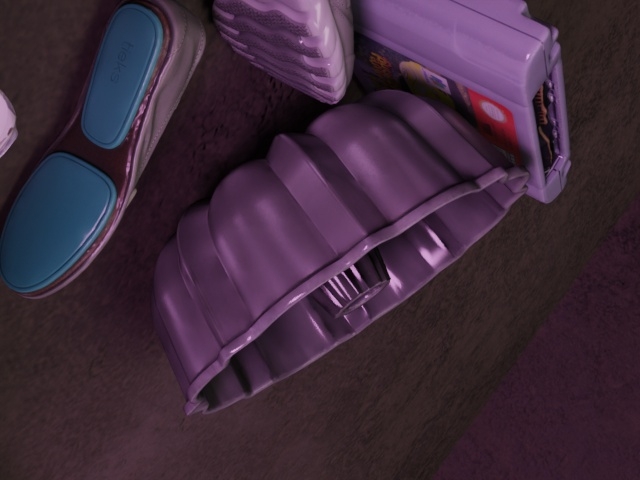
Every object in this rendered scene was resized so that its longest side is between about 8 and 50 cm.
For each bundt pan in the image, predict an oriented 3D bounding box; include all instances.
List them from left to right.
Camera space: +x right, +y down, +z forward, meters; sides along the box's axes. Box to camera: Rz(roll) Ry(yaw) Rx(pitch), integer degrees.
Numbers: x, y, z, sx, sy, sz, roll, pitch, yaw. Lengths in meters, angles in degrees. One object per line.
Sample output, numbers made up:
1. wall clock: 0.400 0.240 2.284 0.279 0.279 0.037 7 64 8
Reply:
1. bundt pan: 0.000 0.000 0.824 0.331 0.124 0.331 -34 167 -9

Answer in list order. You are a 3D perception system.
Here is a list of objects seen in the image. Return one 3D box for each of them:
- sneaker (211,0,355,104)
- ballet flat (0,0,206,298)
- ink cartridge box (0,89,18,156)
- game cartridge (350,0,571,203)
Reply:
1. sneaker: -0.008 -0.192 0.661 0.115 0.105 0.281 -55 161 -18
2. ballet flat: -0.133 -0.055 0.651 0.213 0.072 0.068 -61 162 13
3. ink cartridge box: -0.207 -0.090 0.273 0.092 0.218 0.158 -50 156 -11
4. game cartridge: 0.108 -0.134 0.841 0.060 0.196 0.294 -53 157 -5
